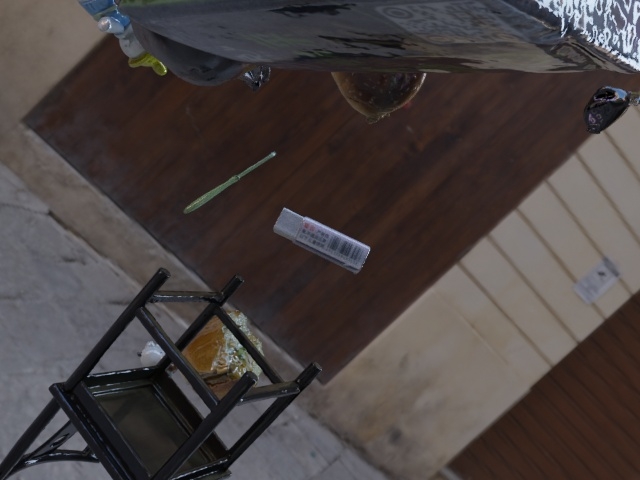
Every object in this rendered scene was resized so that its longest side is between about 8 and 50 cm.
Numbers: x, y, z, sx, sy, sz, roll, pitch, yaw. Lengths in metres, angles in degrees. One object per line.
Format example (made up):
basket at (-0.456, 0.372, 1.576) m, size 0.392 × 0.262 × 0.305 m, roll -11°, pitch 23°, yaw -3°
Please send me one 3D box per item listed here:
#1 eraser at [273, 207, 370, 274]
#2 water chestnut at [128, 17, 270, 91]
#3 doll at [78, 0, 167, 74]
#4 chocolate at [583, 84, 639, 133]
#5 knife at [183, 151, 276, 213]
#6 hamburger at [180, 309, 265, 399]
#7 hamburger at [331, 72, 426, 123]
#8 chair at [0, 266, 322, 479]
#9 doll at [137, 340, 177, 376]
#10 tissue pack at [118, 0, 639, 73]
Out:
eraser at (0.000, 0.000, 1.722) m, size 0.210 × 0.068 × 0.124 m, roll 26°, pitch -3°, yaw -2°
water chestnut at (-0.156, -0.365, 1.191) m, size 0.289 × 0.289 × 0.244 m, roll 47°, pitch -3°, yaw 8°
doll at (-0.352, -0.399, 1.388) m, size 0.241 × 0.098 × 0.135 m, roll 51°, pitch -5°, yaw -39°
chocolate at (0.483, -0.210, 1.192) m, size 0.070 × 0.147 × 0.072 m, roll 36°, pitch 50°, yaw -69°
knife at (-0.167, -0.108, 1.437) m, size 0.014 × 0.207 × 0.030 m, roll 58°, pitch -11°, yaw -9°
hamburger at (-0.213, 0.238, 1.580) m, size 0.283 × 0.156 × 0.144 m, roll -75°, pitch 145°, yaw -80°
hamburger at (0.142, -0.437, 1.910) m, size 0.243 × 0.286 × 0.146 m, roll 11°, pitch 27°, yaw -7°
chair at (-0.150, 0.160, 0.682) m, size 0.141 × 0.260 × 0.154 m, roll 46°, pitch 13°, yaw 20°
doll at (-0.220, 0.162, 1.064) m, size 0.058 × 0.040 × 0.085 m, roll 19°, pitch -7°, yaw -3°
tissue pack at (0.050, -0.221, 0.675) m, size 0.394 × 0.124 × 0.288 m, roll 11°, pitch 5°, yaw 42°
